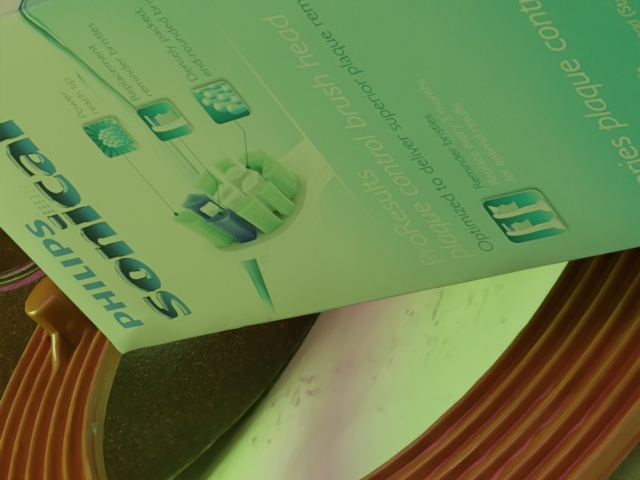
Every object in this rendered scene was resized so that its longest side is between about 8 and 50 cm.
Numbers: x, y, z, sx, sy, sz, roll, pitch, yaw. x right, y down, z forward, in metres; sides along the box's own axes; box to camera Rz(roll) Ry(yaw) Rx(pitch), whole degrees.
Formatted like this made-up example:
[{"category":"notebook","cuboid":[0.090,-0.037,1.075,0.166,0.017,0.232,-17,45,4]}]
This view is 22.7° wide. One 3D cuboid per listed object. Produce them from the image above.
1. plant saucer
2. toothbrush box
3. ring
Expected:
[{"category":"plant saucer","cuboid":[-0.123,-0.005,0.740,0.310,0.050,0.311,-20,47,22]},{"category":"toothbrush box","cuboid":[0.050,-0.106,0.432,0.295,0.126,0.216,-13,39,36]},{"category":"ring","cuboid":[0.000,0.000,0.526,0.336,0.032,0.337,-32,32,22]}]
